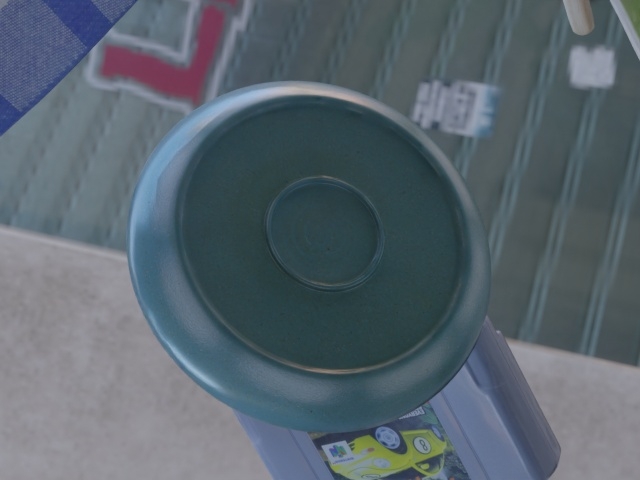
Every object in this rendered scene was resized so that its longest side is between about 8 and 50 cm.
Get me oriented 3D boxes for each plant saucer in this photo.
[{"bbox_3d":[0.000,0.000,1.187,0.044,0.317,0.317,125,168,-62],"label":"plant saucer"}]

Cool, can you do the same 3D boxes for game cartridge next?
[{"bbox_3d":[0.070,0.188,1.377,0.196,0.294,0.060,59,-147,-21],"label":"game cartridge"}]

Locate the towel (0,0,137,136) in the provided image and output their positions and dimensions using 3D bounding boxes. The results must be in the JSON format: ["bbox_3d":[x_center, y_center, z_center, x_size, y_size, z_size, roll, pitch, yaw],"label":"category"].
[{"bbox_3d":[-0.118,-0.163,0.503,0.209,0.034,0.285,-48,-27,-7],"label":"towel"}]

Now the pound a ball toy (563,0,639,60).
[{"bbox_3d":[0.261,-0.166,0.930,0.136,0.208,0.319,-50,-38,-4],"label":"pound a ball toy"}]
